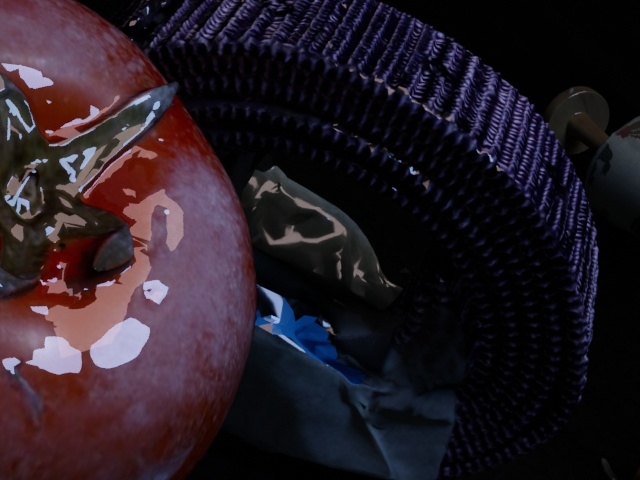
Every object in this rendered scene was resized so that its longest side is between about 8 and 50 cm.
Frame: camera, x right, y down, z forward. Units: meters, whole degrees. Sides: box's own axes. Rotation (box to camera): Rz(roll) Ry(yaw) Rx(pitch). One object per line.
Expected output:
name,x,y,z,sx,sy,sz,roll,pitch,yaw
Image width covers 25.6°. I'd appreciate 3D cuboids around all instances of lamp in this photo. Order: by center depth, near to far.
lamp,0.294,-0.075,1.339,0.121,0.121,0.215,13,24,-31

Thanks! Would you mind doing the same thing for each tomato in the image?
tomato,-0.165,0.020,0.620,0.270,0.227,0.270,19,54,-28

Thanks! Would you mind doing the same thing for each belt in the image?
belt,0.000,0.000,0.778,0.324,0.260,0.122,30,34,-5

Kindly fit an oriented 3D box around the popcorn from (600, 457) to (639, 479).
popcorn,0.276,0.182,0.894,0.168,0.173,0.195,-24,68,-32
